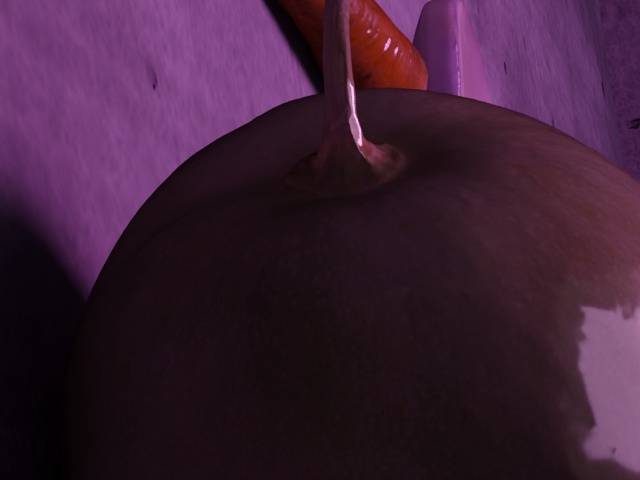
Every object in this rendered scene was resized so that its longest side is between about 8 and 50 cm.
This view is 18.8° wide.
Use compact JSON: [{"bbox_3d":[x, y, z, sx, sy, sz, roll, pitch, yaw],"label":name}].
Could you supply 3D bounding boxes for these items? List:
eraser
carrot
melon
[{"bbox_3d":[0.090,-0.055,1.390,0.204,0.059,0.243,-58,142,-65],"label":"eraser"},{"bbox_3d":[0.005,-0.135,1.154,0.210,0.061,0.061,45,38,-60],"label":"carrot"},{"bbox_3d":[0.035,0.085,0.709,0.308,0.272,0.272,52,30,-46],"label":"melon"}]
